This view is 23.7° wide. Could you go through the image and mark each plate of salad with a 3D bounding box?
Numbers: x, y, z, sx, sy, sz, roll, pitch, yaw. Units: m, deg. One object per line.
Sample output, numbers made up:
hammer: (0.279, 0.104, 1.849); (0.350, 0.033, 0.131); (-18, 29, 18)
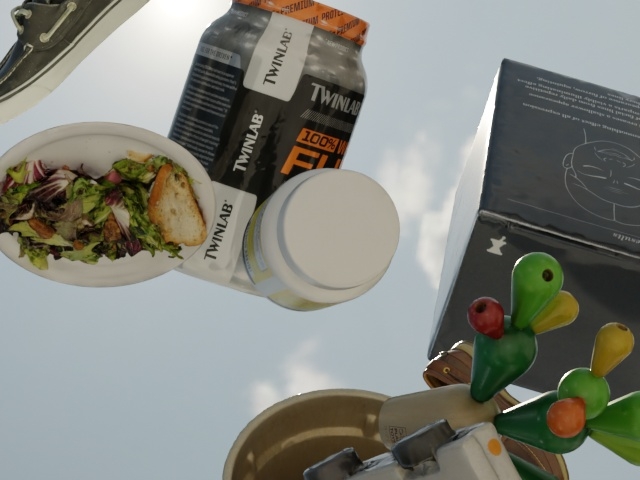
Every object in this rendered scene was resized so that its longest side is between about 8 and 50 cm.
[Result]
plate of salad: (-0.188, -0.020, 1.293); (0.200, 0.200, 0.048); (48, -155, -42)

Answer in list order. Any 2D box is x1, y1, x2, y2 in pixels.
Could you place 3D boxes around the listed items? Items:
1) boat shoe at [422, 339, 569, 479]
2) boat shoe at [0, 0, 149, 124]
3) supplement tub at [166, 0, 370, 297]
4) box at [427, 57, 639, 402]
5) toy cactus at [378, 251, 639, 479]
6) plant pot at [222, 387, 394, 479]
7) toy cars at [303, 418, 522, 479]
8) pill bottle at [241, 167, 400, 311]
boat shoe: (0.162, 0.176, 1.433); (0.060, 0.178, 0.064); (-23, -28, -30)
boat shoe: (-0.240, -0.191, 1.362); (0.219, 0.078, 0.070); (-44, -61, -4)
supplement tub: (-0.067, -0.111, 1.659); (0.193, 0.193, 0.316); (12, -81, -49)
box: (0.309, -0.008, 1.785); (0.395, 0.293, 0.212); (-71, -2, -58)
toy cactus: (0.116, 0.118, 0.901); (0.112, 0.180, 0.219); (-50, -54, -46)
plant pot: (0.027, 0.424, 2.058); (0.334, 0.334, 0.305); (-39, -30, -37)
toy cars: (0.062, 0.236, 0.940); (0.087, 0.176, 0.393); (-26, -43, -36)
pill bottle: (0.000, 0.000, 1.349); (0.119, 0.208, 0.119); (1, -95, -10)
